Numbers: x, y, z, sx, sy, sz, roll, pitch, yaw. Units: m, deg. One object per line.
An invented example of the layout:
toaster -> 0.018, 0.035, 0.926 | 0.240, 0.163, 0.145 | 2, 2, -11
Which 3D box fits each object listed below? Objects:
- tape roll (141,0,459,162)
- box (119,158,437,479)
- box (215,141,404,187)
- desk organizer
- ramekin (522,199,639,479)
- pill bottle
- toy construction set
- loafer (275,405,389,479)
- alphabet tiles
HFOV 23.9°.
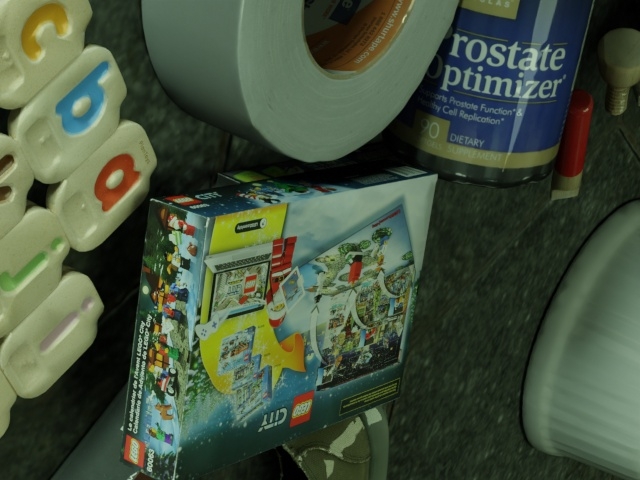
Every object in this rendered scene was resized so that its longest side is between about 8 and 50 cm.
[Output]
tape roll -> -0.001, -0.157, 0.862 | 0.219, 0.072, 0.219 | -35, 138, -39
box -> -0.019, 0.041, 0.920 | 0.233, 0.044, 0.159 | -12, 117, -53
box -> 0.000, 0.000, 1.011 | 0.207, 0.036, 0.114 | -14, 123, -53
desk organizer -> -0.124, 0.146, 0.919 | 0.130, 0.047, 0.050 | -53, 150, -19
ramekin -> 0.330, 0.110, 1.500 | 0.277, 0.135, 0.277 | -37, 140, -39
pill bottle -> 0.117, -0.155, 0.994 | 0.123, 0.123, 0.219 | -22, 129, -49
toy construction set -> 0.303, -0.128, 1.242 | 0.309, 0.257, 0.237 | -31, 153, -14
loafer -> -0.002, 0.204, 1.122 | 0.087, 0.094, 0.251 | -28, 130, -29
alphabet tiles -> -0.196, 0.004, 0.729 | 0.278, 0.021, 0.284 | -47, 145, -22
